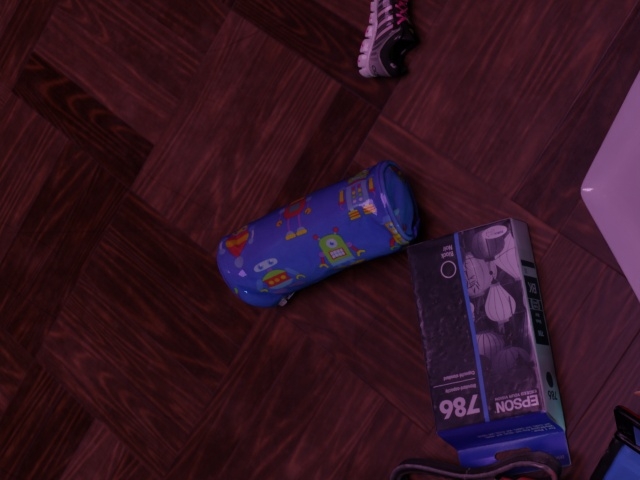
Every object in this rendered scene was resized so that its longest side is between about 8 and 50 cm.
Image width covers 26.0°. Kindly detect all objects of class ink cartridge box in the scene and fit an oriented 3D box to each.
[{"bbox_3d":[0.222,0.149,1.854,0.165,0.065,0.333,-17,76,28],"label":"ink cartridge box"}]

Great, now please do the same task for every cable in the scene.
[{"bbox_3d":[0.210,0.327,1.814,0.287,0.072,0.139,9,123,28],"label":"cable"}]

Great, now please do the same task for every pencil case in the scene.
[{"bbox_3d":[0.000,0.000,1.977,0.306,0.119,0.133,-25,110,26],"label":"pencil case"}]

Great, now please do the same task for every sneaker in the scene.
[{"bbox_3d":[0.110,-0.310,1.987,0.075,0.063,0.170,19,98,32],"label":"sneaker"}]

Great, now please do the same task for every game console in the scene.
[{"bbox_3d":[0.405,0.291,1.711,0.144,0.124,0.085,34,75,30],"label":"game console"}]

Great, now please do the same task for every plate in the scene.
[{"bbox_3d":[0.428,-0.074,1.669,0.277,0.045,0.278,-109,31,-45],"label":"plate"}]

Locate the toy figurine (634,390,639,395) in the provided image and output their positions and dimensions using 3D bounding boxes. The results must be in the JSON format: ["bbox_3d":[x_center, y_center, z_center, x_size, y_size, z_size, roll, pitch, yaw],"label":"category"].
[{"bbox_3d":[0.509,0.034,1.591,0.362,0.191,0.217,116,162,-55],"label":"toy figurine"}]
